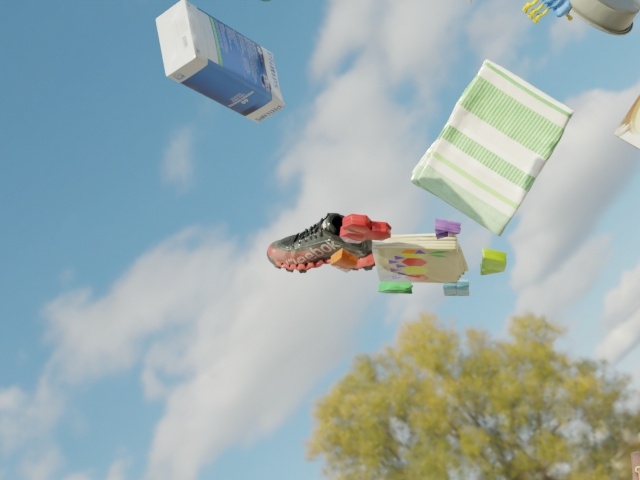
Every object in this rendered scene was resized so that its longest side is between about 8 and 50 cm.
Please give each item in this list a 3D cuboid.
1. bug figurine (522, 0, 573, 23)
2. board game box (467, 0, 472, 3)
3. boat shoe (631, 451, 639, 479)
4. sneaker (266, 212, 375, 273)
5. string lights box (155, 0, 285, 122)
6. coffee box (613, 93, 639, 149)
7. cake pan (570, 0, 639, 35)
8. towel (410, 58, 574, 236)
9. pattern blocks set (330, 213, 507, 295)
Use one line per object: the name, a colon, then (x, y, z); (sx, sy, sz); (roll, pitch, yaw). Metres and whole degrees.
bug figurine: (0.439, -0.562, 1.803); (0.072, 0.216, 0.279); (-9, 53, 59)
board game box: (0.299, -0.617, 2.198); (0.026, 0.154, 0.103); (-53, -4, -1)
boat shoe: (0.553, 0.524, 1.632); (0.123, 0.123, 0.342); (58, -136, -55)
sneaker: (0.000, 0.000, 2.141); (0.097, 0.276, 0.135); (-68, -32, -48)
string lights box: (-0.182, -0.331, 1.785); (0.077, 0.133, 0.260); (-27, -28, 27)
coffee box: (0.620, -0.242, 1.572); (0.098, 0.141, 0.246); (25, -74, -24)
cake pan: (0.666, -0.625, 2.328); (0.293, 0.293, 0.054); (-18, -23, -43)
towel: (0.384, -0.210, 2.136); (0.324, 0.248, 0.038); (-59, -10, 11)
pattern blocks set: (0.160, 0.029, 1.557); (0.286, 0.026, 0.325); (4, -21, 1)
